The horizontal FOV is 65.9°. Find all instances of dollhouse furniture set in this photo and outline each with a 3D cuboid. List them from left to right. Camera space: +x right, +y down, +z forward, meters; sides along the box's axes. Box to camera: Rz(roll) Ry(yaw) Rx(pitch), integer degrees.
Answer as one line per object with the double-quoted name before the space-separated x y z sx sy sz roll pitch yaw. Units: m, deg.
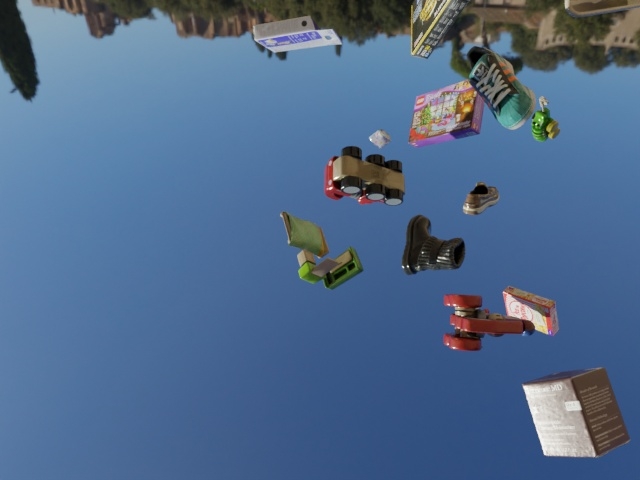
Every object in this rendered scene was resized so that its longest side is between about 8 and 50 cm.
"dollhouse furniture set" 0.000 0.000 1.784 0.197 0.151 0.302 27 -145 -45

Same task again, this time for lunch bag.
"lunch bag" 0.280 -0.484 2.326 0.083 0.071 0.053 27 -138 -36

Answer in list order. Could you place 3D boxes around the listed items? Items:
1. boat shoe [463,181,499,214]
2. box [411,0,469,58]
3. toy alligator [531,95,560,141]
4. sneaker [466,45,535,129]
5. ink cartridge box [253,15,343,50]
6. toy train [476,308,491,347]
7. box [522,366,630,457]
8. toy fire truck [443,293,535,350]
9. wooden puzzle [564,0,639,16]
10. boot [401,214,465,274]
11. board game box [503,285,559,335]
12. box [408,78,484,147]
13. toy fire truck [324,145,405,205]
"boat shoe" 0.634 -0.181 1.917 0.095 0.095 0.257 11 -153 31
"box" 0.441 -0.889 1.845 0.079 0.322 0.257 11 -109 -13
"toy alligator" 0.515 -0.273 1.153 0.056 0.051 0.189 50 -166 31
"sneaker" 0.437 -0.391 1.245 0.121 0.108 0.302 23 -142 -22
"ink cartridge box" -0.053 -0.554 1.331 0.208 0.045 0.206 -3 -169 10
"toy train" 0.556 0.313 1.809 0.105 0.248 0.144 4 -107 28
"box" 0.709 0.477 1.378 0.167 0.168 0.203 -4 -108 -32
"toy fire truck" 0.529 0.259 1.567 0.253 0.170 0.302 1 174 7
"wooden puzzle" 0.744 -0.729 1.164 0.322 0.348 0.080 -18 -147 -22
"boot" 0.522 0.005 2.221 0.260 0.131 0.348 -16 -136 38
"board game box" 0.807 0.269 1.896 0.045 0.147 0.193 -37 -148 -24
"box" 0.464 -0.467 1.824 0.057 0.201 0.293 20 167 -35
"toy fire truck" 0.091 -0.166 1.414 0.217 0.159 0.246 11 158 -30
